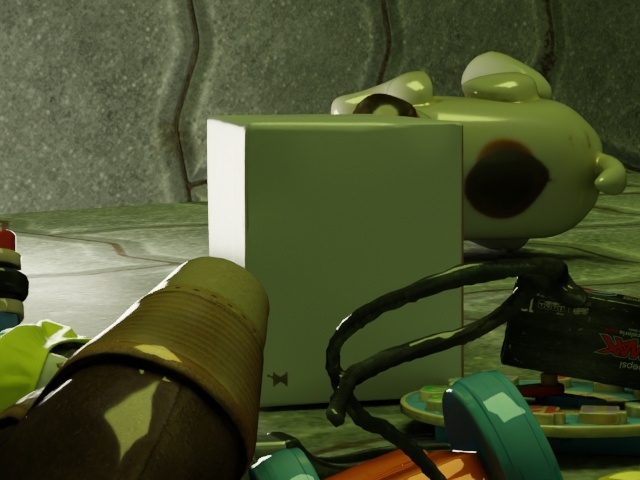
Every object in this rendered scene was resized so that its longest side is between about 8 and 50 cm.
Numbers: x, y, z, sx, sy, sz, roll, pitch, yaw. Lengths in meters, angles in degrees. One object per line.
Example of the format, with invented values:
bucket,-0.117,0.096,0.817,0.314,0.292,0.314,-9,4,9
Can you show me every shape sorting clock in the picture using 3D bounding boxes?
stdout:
shape sorting clock,0.158,0.111,0.970,0.206,0.040,0.206,-1,6,0

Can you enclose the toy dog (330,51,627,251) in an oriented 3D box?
toy dog,0.161,-0.077,1.898,0.408,0.284,0.395,-8,27,-39

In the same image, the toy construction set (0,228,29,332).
toy construction set,-0.403,-0.024,1.238,0.237,0.308,0.257,-6,-2,3

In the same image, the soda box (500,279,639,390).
soda box,0.209,0.068,0.944,0.169,0.060,0.053,11,6,11

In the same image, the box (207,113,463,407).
box,0.000,0.000,1.211,0.168,0.215,0.345,-2,7,-9

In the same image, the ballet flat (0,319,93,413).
ballet flat,-0.199,0.099,1.023,0.077,0.077,0.231,16,4,0

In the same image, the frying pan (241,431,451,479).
frying pan,-0.056,0.136,0.778,0.326,0.053,0.197,-5,7,-6

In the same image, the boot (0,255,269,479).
boot,-0.105,0.133,0.462,0.090,0.248,0.207,30,40,-5

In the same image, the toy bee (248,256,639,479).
toy bee,0.036,0.131,0.457,0.195,0.162,0.298,-25,-16,11
